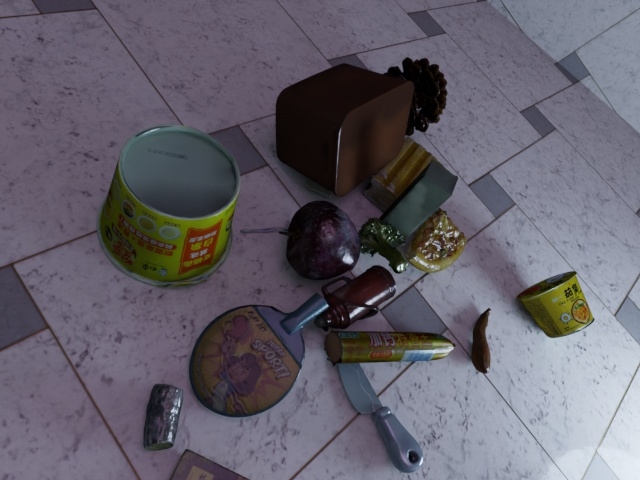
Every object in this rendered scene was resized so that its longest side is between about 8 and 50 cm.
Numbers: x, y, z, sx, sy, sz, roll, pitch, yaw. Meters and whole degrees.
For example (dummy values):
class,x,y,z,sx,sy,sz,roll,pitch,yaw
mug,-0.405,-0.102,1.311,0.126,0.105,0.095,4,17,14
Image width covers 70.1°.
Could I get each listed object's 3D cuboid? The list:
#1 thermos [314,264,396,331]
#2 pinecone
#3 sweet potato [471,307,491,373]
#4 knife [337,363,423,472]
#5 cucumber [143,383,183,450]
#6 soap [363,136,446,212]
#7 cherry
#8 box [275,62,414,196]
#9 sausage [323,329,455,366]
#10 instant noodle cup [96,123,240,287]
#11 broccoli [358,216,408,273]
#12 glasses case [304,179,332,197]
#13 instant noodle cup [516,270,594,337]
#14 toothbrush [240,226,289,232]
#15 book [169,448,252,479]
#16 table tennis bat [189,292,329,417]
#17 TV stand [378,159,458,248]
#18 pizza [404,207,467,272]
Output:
class,x,y,z,sx,sy,sz,roll,pitch,yaw
thermos,0.072,0.143,1.098,0.231,0.099,0.124,-25,78,-37
pinecone,0.271,-0.455,1.489,0.292,0.246,0.246,-32,78,-26
sweet potato,0.438,0.267,1.242,0.050,0.050,0.214,29,46,-8
knife,0.110,0.363,1.024,0.080,0.044,0.332,-23,68,-33
cucumber,-0.287,0.320,0.829,0.064,0.064,0.112,15,58,-18
soap,0.265,-0.192,1.410,0.173,0.089,0.274,38,51,3
cherry,0.008,0.002,1.107,0.194,0.195,0.195,13,56,-20
box,0.061,-0.321,1.258,0.229,0.240,0.339,30,48,26
sausage,0.187,0.256,1.089,0.371,0.082,0.082,6,58,-28
instant noodle cup,-0.307,-0.081,0.966,0.310,0.221,0.312,12,57,-19
broccoli,0.168,0.018,1.171,0.122,0.118,0.204,45,6,-34
glasses case,-0.005,-0.145,1.287,0.083,0.021,0.032,19,55,-16
instant noodle cup,0.701,0.194,1.348,0.182,0.182,0.144,-23,83,-35
toothbrush,-0.139,-0.027,1.151,0.131,0.013,0.011,-3,52,-27
book,-0.176,0.494,0.802,0.228,0.024,0.160,31,54,-7
table tennis bat,-0.117,0.219,0.953,0.329,0.044,0.215,-35,78,-24
TV stand,0.246,-0.088,1.220,0.088,0.269,0.083,36,51,-2
pizza,0.337,-0.008,1.297,0.292,0.058,0.198,-8,98,-41
